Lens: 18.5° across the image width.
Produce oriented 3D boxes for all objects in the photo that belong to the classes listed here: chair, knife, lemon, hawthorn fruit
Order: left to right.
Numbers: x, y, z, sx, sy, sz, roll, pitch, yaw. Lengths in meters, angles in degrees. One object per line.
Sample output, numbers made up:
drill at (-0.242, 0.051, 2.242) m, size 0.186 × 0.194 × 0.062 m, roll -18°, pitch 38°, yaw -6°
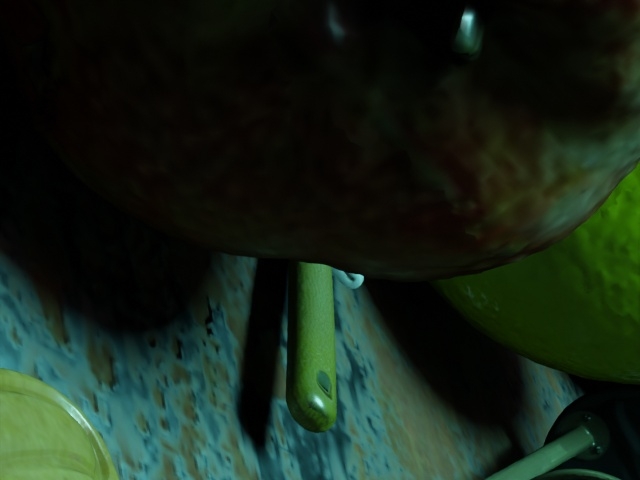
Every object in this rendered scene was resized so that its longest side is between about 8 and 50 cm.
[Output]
knife at (-0.001, 0.001, 0.803) m, size 0.046 × 0.022 × 0.256 m, roll 44°, pitch 23°, yaw -24°
hawthorn fruit at (0.026, -0.146, 0.692) m, size 0.284 × 0.285 × 0.369 m, roll 59°, pitch 19°, yaw -9°
chair at (0.118, 0.120, 0.844) m, size 0.095 × 0.104 × 0.221 m, roll 48°, pitch 23°, yaw 9°
lemon at (0.142, -0.024, 0.880) m, size 0.184 × 0.248 × 0.184 m, roll 174°, pitch -90°, yaw -85°

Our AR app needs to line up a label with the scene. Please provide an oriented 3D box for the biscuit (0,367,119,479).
biscuit at (-0.074, 0.100, 0.527) m, size 0.140 × 0.023 × 0.118 m, roll 66°, pitch 22°, yaw 8°
